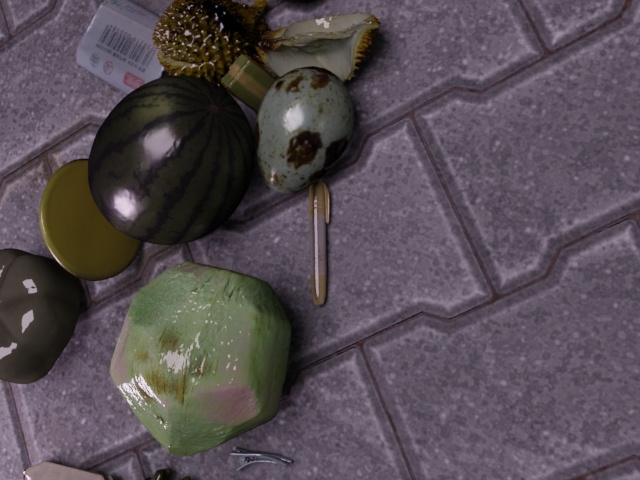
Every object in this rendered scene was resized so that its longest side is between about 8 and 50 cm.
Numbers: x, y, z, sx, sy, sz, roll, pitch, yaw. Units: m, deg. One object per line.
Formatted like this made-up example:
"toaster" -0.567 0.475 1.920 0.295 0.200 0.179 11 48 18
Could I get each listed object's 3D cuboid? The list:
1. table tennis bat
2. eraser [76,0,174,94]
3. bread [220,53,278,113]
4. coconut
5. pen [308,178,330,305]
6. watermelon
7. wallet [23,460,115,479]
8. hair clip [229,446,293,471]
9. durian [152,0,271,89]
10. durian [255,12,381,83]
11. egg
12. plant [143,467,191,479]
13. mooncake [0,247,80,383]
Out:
"table tennis bat" -0.422 -0.099 1.591 0.054 0.224 0.369 -11 57 39
"eraser" -0.371 -0.384 1.667 0.227 0.081 0.174 32 91 25
"bread" -0.104 -0.266 1.492 0.074 0.139 0.084 -49 25 6
"coconut" -0.197 0.205 1.389 0.328 0.281 0.328 -4 78 21
"pen" 0.000 0.000 1.474 0.040 0.032 0.233 -2 82 -1
"watermelon" -0.270 -0.132 1.468 0.359 0.279 0.279 -39 64 51
"wallet" -0.484 0.591 1.569 0.274 0.068 0.335 -10 76 24
"hair clip" -0.105 0.394 1.459 0.115 0.030 0.039 -1 100 25
"durian" -0.190 -0.389 1.530 0.237 0.138 0.193 -42 94 -9
"durian" 0.005 -0.357 1.469 0.252 0.139 0.144 8 80 25
"egg" -0.033 -0.192 1.441 0.169 0.169 0.231 26 95 25
"plant" -0.306 0.582 1.446 0.251 0.180 0.333 15 92 35
"mooncake" -0.613 0.146 1.635 0.275 0.135 0.275 -9 67 22
